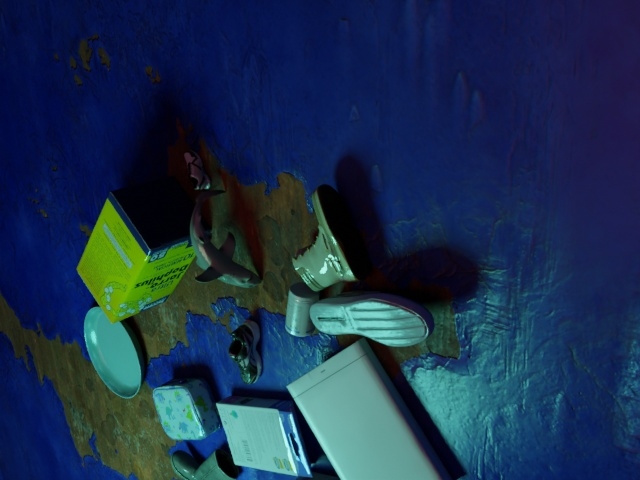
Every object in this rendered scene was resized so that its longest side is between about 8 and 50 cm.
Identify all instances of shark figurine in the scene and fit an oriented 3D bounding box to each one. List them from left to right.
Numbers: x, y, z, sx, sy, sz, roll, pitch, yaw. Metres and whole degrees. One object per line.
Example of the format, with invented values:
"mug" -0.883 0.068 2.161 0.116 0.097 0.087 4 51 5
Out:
"shark figurine" -0.278 0.013 1.656 0.116 0.166 0.278 -33 81 55

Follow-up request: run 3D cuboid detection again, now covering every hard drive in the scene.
"hard drive" 0.099 0.420 1.503 0.233 0.047 0.353 -37 80 30

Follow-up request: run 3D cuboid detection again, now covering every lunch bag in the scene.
"lunch bag" -0.389 0.485 1.988 0.219 0.090 0.176 -17 95 45

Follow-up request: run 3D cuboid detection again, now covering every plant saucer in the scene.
"plant saucer" -0.667 0.359 2.233 0.318 0.044 0.317 18 118 37

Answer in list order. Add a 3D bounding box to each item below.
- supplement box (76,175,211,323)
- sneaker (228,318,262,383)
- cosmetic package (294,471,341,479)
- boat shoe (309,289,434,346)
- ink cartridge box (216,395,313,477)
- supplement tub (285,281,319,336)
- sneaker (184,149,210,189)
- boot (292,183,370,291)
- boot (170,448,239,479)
"supplement box" -0.476 0.028 1.816 0.195 0.194 0.356 53 134 14
"sneaker" -0.202 0.290 1.746 0.072 0.077 0.178 15 117 40
"cosmetic package" 0.032 0.649 1.651 0.238 0.107 0.127 -10 102 41
"boat shoe" 0.108 0.140 1.383 0.302 0.094 0.109 1 117 44
"ink cartridge box" -0.136 0.506 1.781 0.311 0.065 0.185 -9 100 47
"supplement tub" -0.041 0.157 1.548 0.071 0.071 0.107 28 122 33
"sneaker" -0.312 -0.174 1.691 0.040 0.044 0.109 -37 78 47
"boot" 0.000 0.000 1.446 0.165 0.077 0.213 -19 95 47
"boot" -0.347 0.669 2.032 0.190 0.076 0.208 42 139 5
